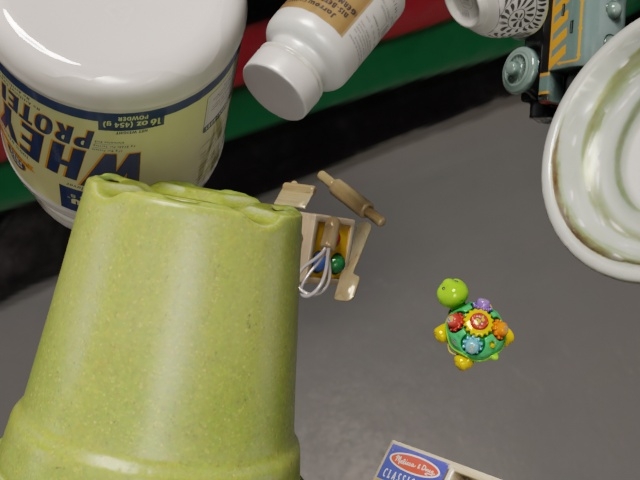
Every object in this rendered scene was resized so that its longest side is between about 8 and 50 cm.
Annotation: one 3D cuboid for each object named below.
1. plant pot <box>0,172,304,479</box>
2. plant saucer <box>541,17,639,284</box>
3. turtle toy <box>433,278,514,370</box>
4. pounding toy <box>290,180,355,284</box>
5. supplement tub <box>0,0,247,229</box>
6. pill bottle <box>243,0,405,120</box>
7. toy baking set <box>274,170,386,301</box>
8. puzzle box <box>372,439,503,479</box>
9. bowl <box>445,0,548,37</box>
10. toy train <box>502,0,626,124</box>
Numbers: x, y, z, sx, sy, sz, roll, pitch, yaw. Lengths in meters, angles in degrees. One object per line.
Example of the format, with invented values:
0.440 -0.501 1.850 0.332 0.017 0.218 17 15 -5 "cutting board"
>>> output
-0.124 0.082 0.822 0.276 0.254 0.276 9 6 -1 "plant pot"
0.479 -0.123 1.287 0.100 0.401 0.400 24 -42 -38 "plant saucer"
0.205 0.111 1.356 0.095 0.130 0.066 -29 -24 -15 "turtle toy"
-0.027 -0.015 1.804 0.094 0.181 0.206 11 3 37 "pounding toy"
-0.203 -0.158 0.972 0.235 0.235 0.325 -13 -22 -17 "supplement tub"
0.002 -0.276 1.321 0.229 0.131 0.131 -53 -6 -23 "pill bottle"
0.004 -0.005 1.573 0.197 0.256 0.030 -46 -36 -13 "toy baking set"
0.174 0.377 0.965 0.409 0.272 0.052 10 -27 45 "puzzle box"
0.221 -0.339 1.340 0.080 0.170 0.170 -31 -13 -21 "bowl"
0.390 -0.350 1.528 0.142 0.334 0.190 8 -4 -30 "toy train"
